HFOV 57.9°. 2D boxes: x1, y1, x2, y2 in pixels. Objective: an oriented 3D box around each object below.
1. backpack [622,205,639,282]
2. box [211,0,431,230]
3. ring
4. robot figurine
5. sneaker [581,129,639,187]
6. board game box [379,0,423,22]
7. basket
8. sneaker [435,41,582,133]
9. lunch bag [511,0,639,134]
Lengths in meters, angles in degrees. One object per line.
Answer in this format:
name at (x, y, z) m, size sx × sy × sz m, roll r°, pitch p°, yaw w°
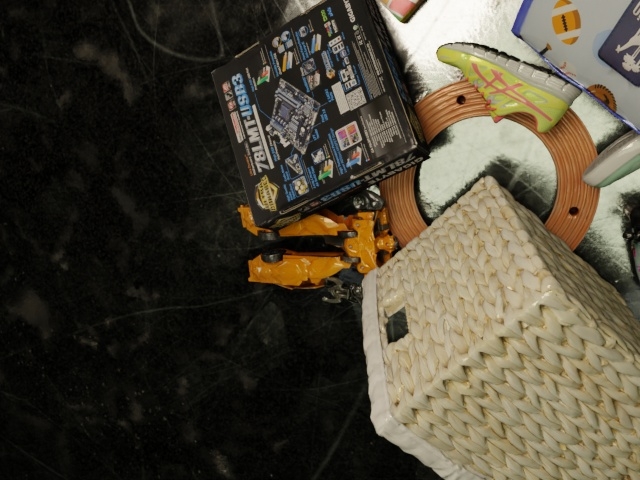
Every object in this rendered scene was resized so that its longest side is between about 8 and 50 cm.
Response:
backpack at (0.517, 0.035, 0.806) m, size 0.152 × 0.115 × 0.182 m, roll -5°, pitch 104°, yaw 33°
box at (-0.012, -0.204, 0.912) m, size 0.293 × 0.073 × 0.296 m, roll -25°, pitch 73°, yaw 26°
ring at (0.258, -0.086, 0.916) m, size 0.336 × 0.032 × 0.337 m, roll 5°, pitch 106°, yaw 19°
robot figurine at (0.000, 0.000, 0.994) m, size 0.291 × 0.085 × 0.211 m, roll 0°, pitch 105°, yaw 27°
sneaker at (0.499, -0.105, 0.774) m, size 0.256 × 0.094 × 0.151 m, roll -32°, pitch 92°, yaw 16°
board game box at (0.168, -0.463, 0.846) m, size 0.124 × 0.039 × 0.259 m, roll 47°, pitch 112°, yaw 2°
basket at (0.262, 0.147, 0.777) m, size 0.331 × 0.328 × 0.266 m, roll 38°, pitch 113°, yaw -17°
sneaker at (0.253, -0.218, 0.824) m, size 0.208 × 0.081 × 0.094 m, roll 29°, pitch 118°, yaw 14°
lunch bag at (0.455, -0.308, 0.644) m, size 0.328 × 0.239 × 0.385 m, roll 49°, pitch 119°, yaw 22°
